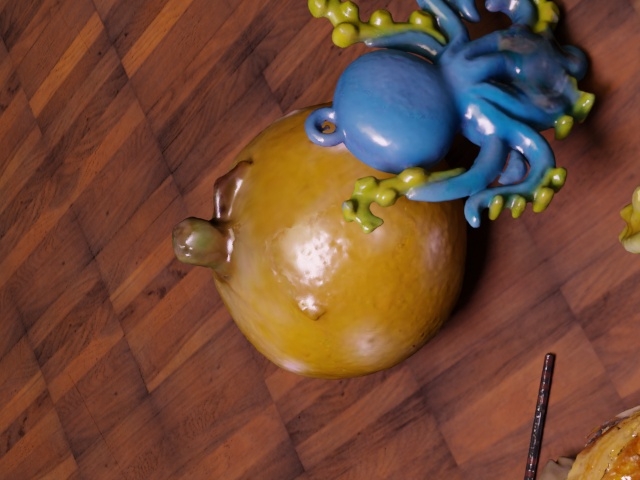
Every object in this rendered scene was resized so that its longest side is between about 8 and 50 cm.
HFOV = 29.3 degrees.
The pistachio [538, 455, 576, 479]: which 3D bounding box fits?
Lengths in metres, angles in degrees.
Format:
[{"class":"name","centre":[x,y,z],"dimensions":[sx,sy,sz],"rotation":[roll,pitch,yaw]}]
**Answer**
[{"class":"pistachio","centre":[0.297,0.318,1.325],"dimensions":[0.108,0.126,0.186],"rotation":[-23,69,-1]}]

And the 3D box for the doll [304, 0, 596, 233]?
[{"class":"doll","centre":[0.135,-0.157,1.302],"dimensions":[0.099,0.341,0.346],"rotation":[112,141,-56]}]

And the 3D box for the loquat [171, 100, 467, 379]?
[{"class":"loquat","centre":[0.000,0.000,1.414],"dimensions":[0.328,0.359,0.329],"rotation":[1,91,60]}]

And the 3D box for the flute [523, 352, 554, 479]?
[{"class":"flute","centre":[0.246,0.261,1.426],"dimensions":[0.014,0.014,0.270],"rotation":[18,105,42]}]

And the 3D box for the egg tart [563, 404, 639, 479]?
[{"class":"egg tart","centre":[0.371,0.296,1.207],"dimensions":[0.297,0.132,0.297],"rotation":[-9,58,15]}]

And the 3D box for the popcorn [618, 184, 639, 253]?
[{"class":"popcorn","centre":[0.381,-0.037,1.132],"dimensions":[0.235,0.216,0.181],"rotation":[-54,33,-6]}]
